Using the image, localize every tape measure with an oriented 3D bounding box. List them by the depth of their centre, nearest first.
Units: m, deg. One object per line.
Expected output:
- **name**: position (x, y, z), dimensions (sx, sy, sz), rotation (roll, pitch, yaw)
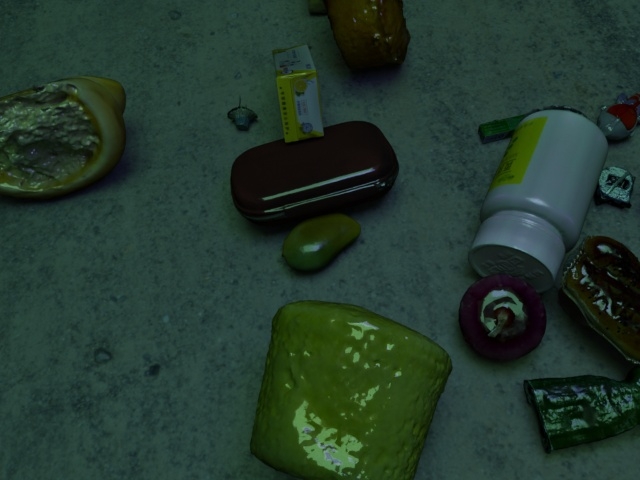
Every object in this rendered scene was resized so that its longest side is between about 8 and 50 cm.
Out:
- **tape measure**: position (0.684, -0.125, 1.402), dimensions (0.091, 0.054, 0.094), rotation (9, 72, 13)

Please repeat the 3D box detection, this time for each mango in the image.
- **mango**: position (-0.004, -0.001, 1.396), dimensions (0.191, 0.086, 0.122), rotation (-35, 50, -24)

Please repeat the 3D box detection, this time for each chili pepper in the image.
- **chili pepper**: position (0.546, 0.310, 1.152), dimensions (0.270, 0.099, 0.136), rotation (-12, 49, 3)

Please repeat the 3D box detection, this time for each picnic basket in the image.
- **picnic basket**: position (-0.209, -0.342, 1.614), dimensions (0.083, 0.065, 0.083), rotation (1, 78, 12)

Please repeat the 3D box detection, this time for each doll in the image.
- **doll**: position (0.742, -0.302, 1.481), dimensions (0.227, 0.075, 0.102), rotation (-39, 74, -25)

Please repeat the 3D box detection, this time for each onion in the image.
- **onion**: position (0.371, 0.156, 1.227), dimensions (0.177, 0.153, 0.177), rotation (1, 58, -1)

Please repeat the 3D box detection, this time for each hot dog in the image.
- **hot dog**: position (0.586, 0.115, 1.165), dimensions (0.162, 0.082, 0.270), rotation (-37, 82, -12)

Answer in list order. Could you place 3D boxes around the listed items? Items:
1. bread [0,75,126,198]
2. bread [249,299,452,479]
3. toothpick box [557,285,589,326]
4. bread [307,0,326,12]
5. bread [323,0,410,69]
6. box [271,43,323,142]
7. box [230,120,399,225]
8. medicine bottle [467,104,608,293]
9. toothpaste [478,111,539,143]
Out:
- **bread**: position (-0.698, -0.283, 1.481), dimensions (0.423, 0.329, 0.245), rotation (-16, 60, 4)
- **bread**: position (0.049, 0.288, 1.087), dimensions (0.348, 0.348, 0.308), rotation (10, 68, 12)
- **toothpick box**: position (0.591, 0.100, 1.262), dimensions (0.149, 0.098, 0.098), rotation (-32, 63, -12)
- **bread**: position (0.059, -0.817, 1.819), dimensions (0.239, 0.111, 0.246), rotation (-6, 60, 2)
- **bread**: position (0.112, -0.634, 1.583), dimensions (0.204, 0.337, 0.358), rotation (-13, 87, 10)
- **box**: position (-0.059, -0.374, 1.500), dimensions (0.097, 0.168, 0.265), rotation (-8, 31, -2)
- **box**: position (-0.018, -0.163, 1.443), dimensions (0.403, 0.108, 0.263), rotation (-14, 43, -2)
- **medicine bottle**: position (0.476, -0.089, 1.314), dimensions (0.213, 0.214, 0.379), rotation (21, 65, 17)
- **toothpaste**: position (0.494, -0.291, 1.525), dimensions (0.178, 0.037, 0.043), rotation (-13, 64, -1)
